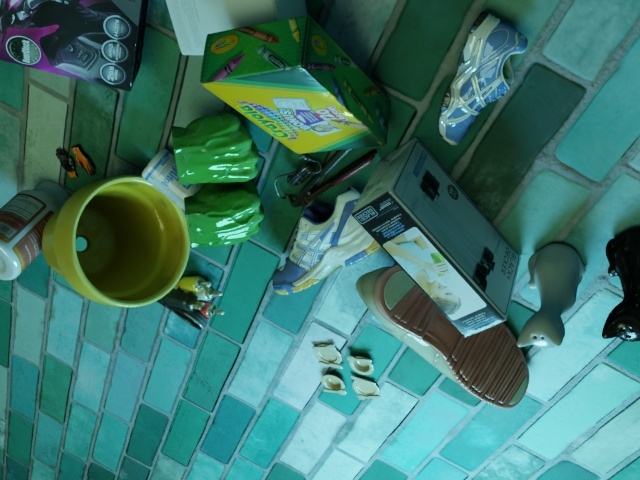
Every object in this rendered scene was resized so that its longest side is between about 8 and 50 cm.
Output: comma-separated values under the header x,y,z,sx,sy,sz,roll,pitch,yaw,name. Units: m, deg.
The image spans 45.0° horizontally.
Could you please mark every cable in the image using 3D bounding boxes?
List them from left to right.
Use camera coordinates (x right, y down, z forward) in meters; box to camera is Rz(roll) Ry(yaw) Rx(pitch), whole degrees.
x,y,z,sx,sy,sz,roll,pitch,yaw,name
-0.338,0.115,1.722,0.287,0.072,0.140,15,138,30,cable

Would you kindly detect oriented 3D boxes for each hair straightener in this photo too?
x,y,z,sx,sy,sz,roll,pitch,yaw,name
-0.007,-0.126,1.345,0.089,0.047,0.230,45,138,-14,hair straightener

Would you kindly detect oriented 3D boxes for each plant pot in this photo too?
x,y,z,sx,sy,sz,roll,pitch,yaw,name
-0.429,0.004,1.539,0.239,0.254,0.254,-2,128,47,plant pot

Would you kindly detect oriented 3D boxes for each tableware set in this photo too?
x,y,z,sx,sy,sz,roll,pitch,yaw,name
0.057,0.290,1.684,0.141,0.020,0.169,5,130,23,tableware set

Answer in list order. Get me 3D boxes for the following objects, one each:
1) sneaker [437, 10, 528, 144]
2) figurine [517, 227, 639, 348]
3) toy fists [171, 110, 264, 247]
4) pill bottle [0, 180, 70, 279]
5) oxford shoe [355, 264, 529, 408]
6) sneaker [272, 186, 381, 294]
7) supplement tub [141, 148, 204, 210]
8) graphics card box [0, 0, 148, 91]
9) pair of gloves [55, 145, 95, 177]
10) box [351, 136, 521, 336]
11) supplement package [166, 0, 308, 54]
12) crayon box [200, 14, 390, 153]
x,y,z,sx,sy,sz,roll,pitch,yaw,name
0.228,-0.218,1.112,0.081,0.080,0.211,25,136,10,sneaker
0.415,0.088,1.193,0.214,0.209,0.092,-13,121,35,figurine
-0.177,-0.104,1.385,0.142,0.096,0.279,-6,130,-6,toy fists
-0.616,-0.027,1.609,0.121,0.216,0.121,14,133,16,pill bottle
0.233,0.172,1.445,0.397,0.140,0.146,42,165,-19,oxford shoe
0.000,0.000,1.421,0.296,0.112,0.131,-31,92,40,sneaker
-0.278,-0.116,1.464,0.107,0.071,0.071,39,135,-10,supplement tub
-0.463,-0.391,1.226,0.370,0.094,0.233,12,135,-11,graphics card box
-0.502,-0.161,1.581,0.083,0.010,0.074,-1,129,31,pair of gloves
0.196,-0.005,1.255,0.087,0.169,0.290,-31,109,39,box
-0.123,-0.346,1.160,0.179,0.105,0.105,6,130,23,supplement package
-0.027,-0.218,1.139,0.165,0.081,0.278,-2,164,29,crayon box
